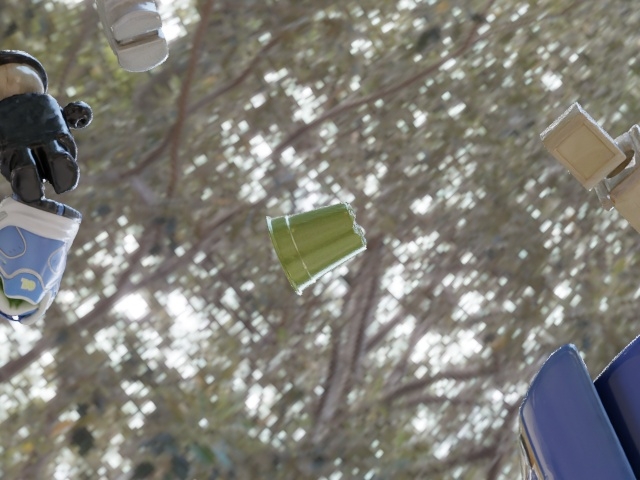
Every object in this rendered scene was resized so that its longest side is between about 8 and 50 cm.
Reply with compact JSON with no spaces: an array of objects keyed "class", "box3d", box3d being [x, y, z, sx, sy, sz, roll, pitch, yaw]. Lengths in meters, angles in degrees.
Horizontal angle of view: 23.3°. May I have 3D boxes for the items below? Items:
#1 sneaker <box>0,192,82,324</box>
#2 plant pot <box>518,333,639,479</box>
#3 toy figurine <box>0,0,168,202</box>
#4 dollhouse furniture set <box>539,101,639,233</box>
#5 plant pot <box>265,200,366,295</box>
[{"class":"sneaker","box3d":[-0.253,0.027,1.243,0.080,0.081,0.211,17,-20,-15]},{"class":"plant pot","box3d":[0.227,0.158,0.802,0.212,0.236,0.236,-18,-33,-2]},{"class":"toy figurine","box3d":[-0.231,-0.156,1.105,0.209,0.213,0.148,-51,-139,22]},{"class":"dollhouse furniture set","box3d":[0.299,-0.087,1.288,0.161,0.101,0.182,-42,-74,16]},{"class":"plant pot","box3d":[0.000,0.000,1.498,0.079,0.083,0.083,-23,-78,6]}]
